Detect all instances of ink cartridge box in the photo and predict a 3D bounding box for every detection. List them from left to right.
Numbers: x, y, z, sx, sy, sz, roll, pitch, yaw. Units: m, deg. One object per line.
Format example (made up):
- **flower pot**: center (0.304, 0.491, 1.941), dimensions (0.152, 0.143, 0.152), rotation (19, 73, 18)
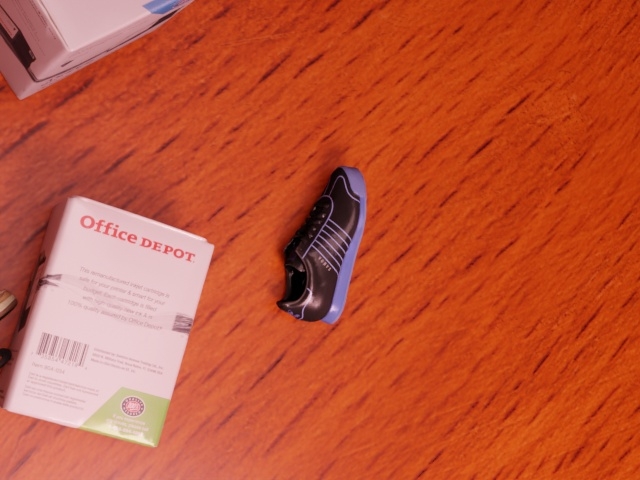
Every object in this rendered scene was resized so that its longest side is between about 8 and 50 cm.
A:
- **ink cartridge box**: center (-0.275, -0.296, 1.306), dimensions (0.223, 0.307, 0.129), rotation (-34, 101, -23)
- **ink cartridge box**: center (-0.275, 0.104, 1.376), dimensions (0.198, 0.115, 0.272), rotation (20, 78, -22)

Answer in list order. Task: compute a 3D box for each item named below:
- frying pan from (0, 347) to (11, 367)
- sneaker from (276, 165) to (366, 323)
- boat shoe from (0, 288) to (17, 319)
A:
- **frying pan**: center (-0.530, 0.207, 1.233), dimensions (0.197, 0.053, 0.326), rotation (28, 48, 6)
- **sneaker**: center (0.000, 0.000, 1.528), dimensions (0.090, 0.081, 0.232), rotation (15, 81, -30)
- **boat shoe**: center (-0.467, 0.104, 1.321), dimensions (0.190, 0.068, 0.072), rotation (-33, 88, -23)
